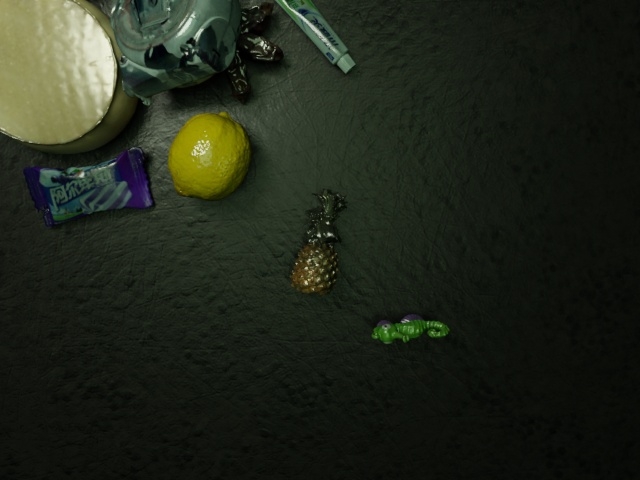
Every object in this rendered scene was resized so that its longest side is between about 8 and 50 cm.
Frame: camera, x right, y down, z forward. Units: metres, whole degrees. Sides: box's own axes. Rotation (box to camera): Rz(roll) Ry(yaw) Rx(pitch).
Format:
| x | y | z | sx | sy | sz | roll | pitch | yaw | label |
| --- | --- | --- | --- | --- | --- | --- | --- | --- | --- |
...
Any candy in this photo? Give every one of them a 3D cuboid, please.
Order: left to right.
| x | y | z | sx | sy | sz | roll | pitch | yaw | label |
| --- | --- | --- | --- | --- | --- | --- | --- | --- | --- |
| -0.528 | -0.122 | 1.045 | 0.276 | 0.070 | 0.145 | -11 | 107 | -4 | candy |

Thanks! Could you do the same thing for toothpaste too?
| x | y | z | sx | sy | sz | roll | pitch | yaw | label |
| --- | --- | --- | --- | --- | --- | --- | --- | --- | --- |
| -0.027 | -0.505 | 1.032 | 0.075 | 0.048 | 0.297 | -41 | 96 | 3 | toothpaste |

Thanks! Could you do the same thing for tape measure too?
| x | y | z | sx | sy | sz | roll | pitch | yaw | label |
| --- | --- | --- | --- | --- | --- | --- | --- | --- | --- |
| -0.290 | -0.439 | 0.913 | 0.257 | 0.147 | 0.274 | -9 | 77 | 22 | tape measure |

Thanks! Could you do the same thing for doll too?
| x | y | z | sx | sy | sz | roll | pitch | yaw | label |
| --- | --- | --- | --- | --- | --- | --- | --- | --- | --- |
| 0.219 | 0.221 | 1.115 | 0.191 | 0.115 | 0.050 | -6 | 106 | -3 | doll |

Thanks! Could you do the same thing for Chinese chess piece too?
| x | y | z | sx | sy | sz | roll | pitch | yaw | label |
| --- | --- | --- | --- | --- | --- | --- | --- | --- | --- |
| -0.568 | -0.355 | 0.972 | 0.339 | 0.140 | 0.337 | 0 | 98 | -2 | Chinese chess piece |

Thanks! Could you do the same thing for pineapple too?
| x | y | z | sx | sy | sz | roll | pitch | yaw | label |
| --- | --- | --- | --- | --- | --- | --- | --- | --- | --- |
| 0.000 | 0.000 | 1.079 | 0.125 | 0.125 | 0.251 | 12 | 92 | -5 | pineapple |

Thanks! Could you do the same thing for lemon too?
| x | y | z | sx | sy | sz | roll | pitch | yaw | label |
| --- | --- | --- | --- | --- | --- | --- | --- | --- | --- |
| -0.242 | -0.183 | 1.001 | 0.181 | 0.180 | 0.193 | 14 | 74 | -5 | lemon |

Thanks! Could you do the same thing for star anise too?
| x | y | z | sx | sy | sz | roll | pitch | yaw | label |
| --- | --- | --- | --- | --- | --- | --- | --- | --- | --- |
| -0.191 | -0.422 | 1.007 | 0.215 | 0.099 | 0.219 | 4 | 98 | 5 | star anise |
